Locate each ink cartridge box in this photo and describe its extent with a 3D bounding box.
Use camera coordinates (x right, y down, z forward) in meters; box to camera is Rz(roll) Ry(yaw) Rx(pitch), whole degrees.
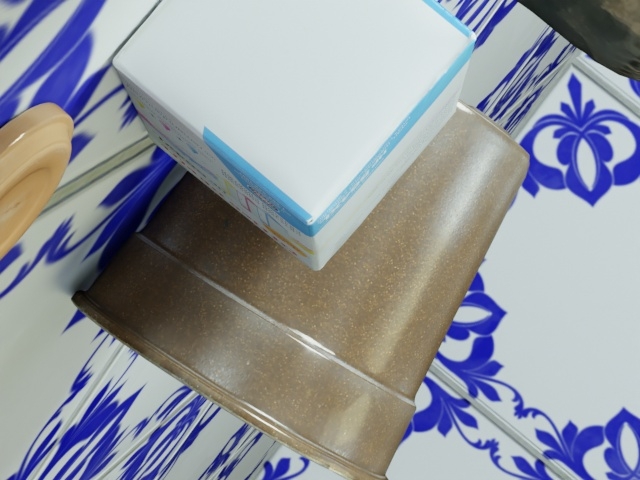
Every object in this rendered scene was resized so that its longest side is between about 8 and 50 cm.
[{"bbox_3d":[-0.008,-0.054,0.709,0.090,0.092,0.143,-50,173,-6],"label":"ink cartridge box"}]

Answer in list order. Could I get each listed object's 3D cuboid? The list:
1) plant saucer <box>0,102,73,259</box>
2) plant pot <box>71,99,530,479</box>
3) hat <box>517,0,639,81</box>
[{"bbox_3d":[-0.109,-0.009,0.620,0.083,0.013,0.083,-49,174,-7],"label":"plant saucer"},{"bbox_3d":[0.000,0.000,0.857,0.165,0.167,0.167,-59,174,-1],"label":"plant pot"},{"bbox_3d":[0.092,-0.119,0.457,0.331,0.134,0.331,-34,-179,1],"label":"hat"}]
